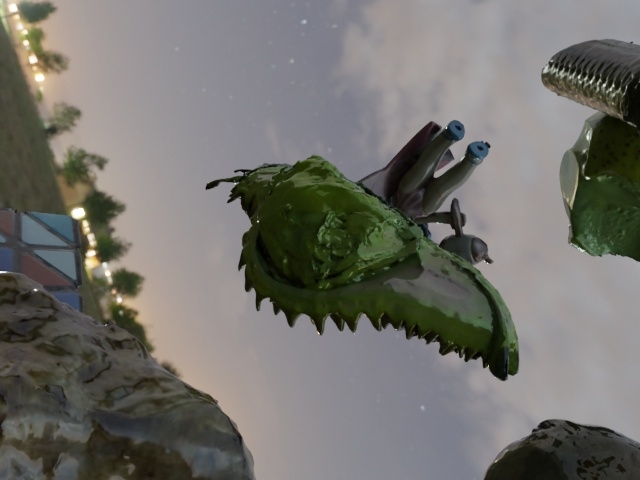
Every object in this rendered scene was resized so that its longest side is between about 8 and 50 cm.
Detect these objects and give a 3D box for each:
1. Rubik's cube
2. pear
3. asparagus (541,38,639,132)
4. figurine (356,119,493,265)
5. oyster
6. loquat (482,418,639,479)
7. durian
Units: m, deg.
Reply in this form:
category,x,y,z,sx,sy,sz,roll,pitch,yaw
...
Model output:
category,x,y,z,sx,sy,sz,roll,pitch,yaw
Rubik's cube,-0.395,0.099,0.970,0.234,0.284,0.250,23,-87,29
pear,0.544,-0.104,1.237,0.282,0.286,0.176,86,21,-47
asparagus,0.450,-0.237,1.120,0.108,0.128,0.382,40,11,-19
figurine,0.141,-0.042,0.984,0.205,0.103,0.260,35,-46,-2
oyster,-0.198,0.066,0.442,0.111,0.396,0.204,-55,-154,24
loquat,0.252,0.262,0.673,0.227,0.179,0.179,28,-31,14
durian,0.003,0.003,0.634,0.375,0.106,0.132,34,-69,36
